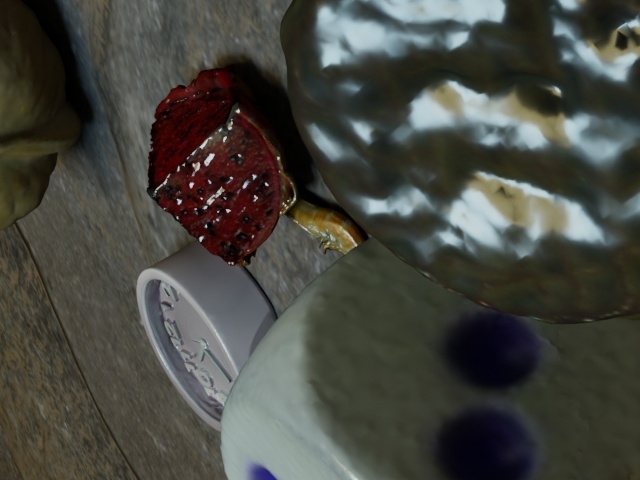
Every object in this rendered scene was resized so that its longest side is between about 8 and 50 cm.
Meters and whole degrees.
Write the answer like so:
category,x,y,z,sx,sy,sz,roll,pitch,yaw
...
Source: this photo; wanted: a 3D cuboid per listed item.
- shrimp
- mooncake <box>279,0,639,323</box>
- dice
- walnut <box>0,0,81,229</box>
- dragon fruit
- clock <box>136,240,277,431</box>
category,x,y,z,sx,sy,sz,roll,pitch,yaw
shrimp,0.000,0.000,1.391,0.127,0.025,0.091,36,147,37
mooncake,0.124,-0.094,0.819,0.290,0.161,0.290,21,141,18
dice,0.103,0.144,1.091,0.251,0.259,0.243,43,152,29
walnut,-0.397,-0.143,1.698,0.285,0.285,0.296,31,120,46
dragon fruit,-0.080,-0.078,1.405,0.127,0.120,0.161,42,-160,-31
clock,-0.109,0.101,1.644,0.197,0.068,0.197,43,150,33
